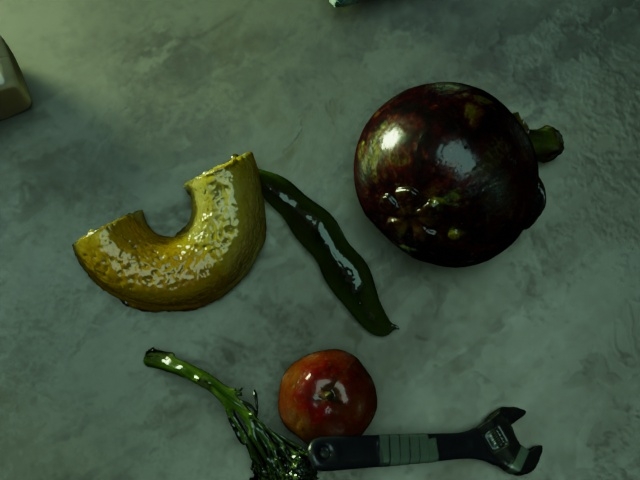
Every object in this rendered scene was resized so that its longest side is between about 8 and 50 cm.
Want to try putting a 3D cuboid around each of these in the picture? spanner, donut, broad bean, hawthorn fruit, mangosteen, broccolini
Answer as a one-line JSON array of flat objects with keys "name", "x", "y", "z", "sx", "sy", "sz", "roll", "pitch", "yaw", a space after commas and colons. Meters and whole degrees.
[{"name": "spanner", "x": 0.129, "y": 0.246, "z": 1.754, "sx": 0.316, "sy": 0.024, "sz": 0.087, "roll": 1, "pitch": 72, "yaw": -23}, {"name": "donut", "x": -0.166, "y": 0.009, "z": 1.786, "sx": 0.259, "sy": 0.101, "sz": 0.152, "roll": -29, "pitch": 90, "yaw": -1}, {"name": "broad bean", "x": 0.001, "y": -0.001, "z": 1.822, "sx": 0.060, "sy": 0.043, "sz": 0.297, "roll": -40, "pitch": 85, "yaw": 11}, {"name": "hawthorn fruit", "x": 0.015, "y": 0.192, "z": 1.762, "sx": 0.125, "sy": 0.140, "sz": 0.125, "roll": 15, "pitch": 59, "yaw": -26}, {"name": "mangosteen", "x": 0.179, "y": -0.093, "z": 1.776, "sx": 0.289, "sy": 0.231, "sz": 0.231, "roll": -28, "pitch": 83, "yaw": -42}, {"name": "broccolini", "x": -0.114, "y": 0.226, "z": 1.782, "sx": 0.271, "sy": 0.062, "sz": 0.123, "roll": 35, "pitch": 125, "yaw": 18}]

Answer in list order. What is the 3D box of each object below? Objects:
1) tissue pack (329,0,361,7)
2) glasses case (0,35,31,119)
[{"name": "tissue pack", "x": 0.112, "y": -0.416, "z": 1.861, "sx": 0.263, "sy": 0.089, "sz": 0.177, "roll": -18, "pitch": 85, "yaw": -7}, {"name": "glasses case", "x": -0.530, "y": -0.153, "z": 1.772, "sx": 0.336, "sy": 0.144, "sz": 0.076, "roll": -21, "pitch": 83, "yaw": -6}]
